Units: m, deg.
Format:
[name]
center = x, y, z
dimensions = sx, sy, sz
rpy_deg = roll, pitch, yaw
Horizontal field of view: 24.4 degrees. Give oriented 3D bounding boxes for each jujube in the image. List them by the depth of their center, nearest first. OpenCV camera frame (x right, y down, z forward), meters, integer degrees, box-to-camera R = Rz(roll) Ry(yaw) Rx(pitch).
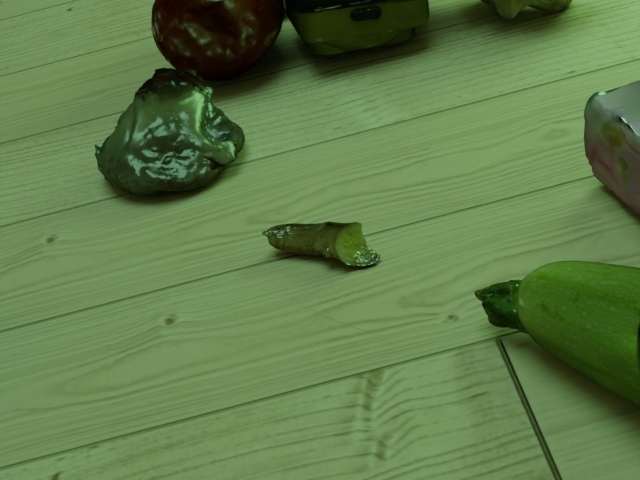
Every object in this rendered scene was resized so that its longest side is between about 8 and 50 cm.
[jujube]
center = -0.137, -0.323, 2.094
dimensions = 0.190, 0.190, 0.255
rpy_deg = -6, 16, 14

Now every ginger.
[ginger]
center = 0.004, -0.002, 1.622
dimensions = 0.137, 0.044, 0.057
rpy_deg = 8, 55, 36

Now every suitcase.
[suitcase]
center = 0.045, -0.350, 2.066
dimensions = 0.193, 0.143, 0.235
rpy_deg = -8, 23, -6

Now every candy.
[candy]
center = 0.392, -0.081, 1.512
dimensions = 0.155, 0.116, 0.265
rpy_deg = -21, 31, -9

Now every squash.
[squash]
center = 0.255, 0.060, 1.332
dimensions = 0.137, 0.137, 0.287
rpy_deg = -28, 31, -22

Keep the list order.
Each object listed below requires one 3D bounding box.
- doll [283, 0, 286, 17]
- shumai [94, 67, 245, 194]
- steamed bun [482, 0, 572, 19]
[doll]
center = -0.048, -0.421, 2.270
dimensions = 0.110, 0.107, 0.181
rpy_deg = 4, 35, 15
[shumai]
center = -0.192, -0.146, 1.868
dimensions = 0.201, 0.120, 0.201
rpy_deg = -9, 29, 5
[steamed bun]
center = 0.228, -0.425, 1.980
dimensions = 0.292, 0.295, 0.137
rpy_deg = 37, 57, 11
